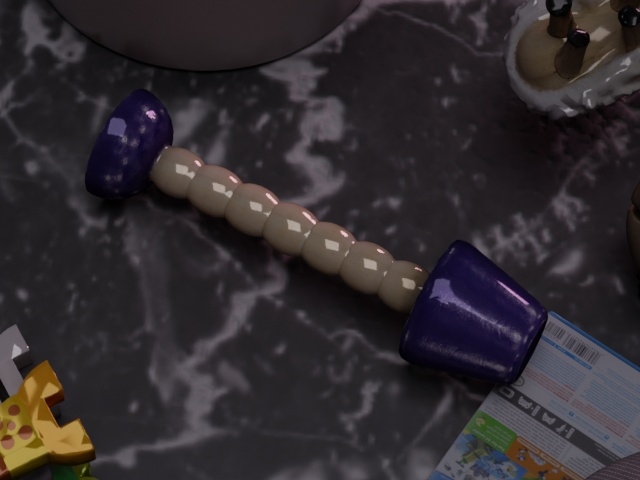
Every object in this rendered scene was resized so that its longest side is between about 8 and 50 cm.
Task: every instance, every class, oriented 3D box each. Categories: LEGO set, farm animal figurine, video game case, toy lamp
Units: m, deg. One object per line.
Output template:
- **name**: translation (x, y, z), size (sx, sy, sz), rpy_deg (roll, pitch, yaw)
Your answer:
- **LEGO set**: translation (-0.158, 0.147, 1.040), size (0.093, 0.087, 0.227), rpy_deg (-26, 67, -14)
- **farm animal figurine**: translation (0.312, -0.056, 1.125), size (0.326, 0.172, 0.330), rpy_deg (-27, 76, -1)
- **video game case**: translation (0.134, 0.135, 1.098), size (0.119, 0.015, 0.166), rpy_deg (34, 67, 12)
- **toy lamp**: translation (0.000, 0.000, 1.121), size (0.274, 0.080, 0.080), rpy_deg (29, 67, 11)

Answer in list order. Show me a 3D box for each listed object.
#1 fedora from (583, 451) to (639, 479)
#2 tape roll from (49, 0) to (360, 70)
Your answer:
- **fedora**: translation (0.210, 0.187, 0.993), size (0.275, 0.244, 0.124), rpy_deg (-6, 33, -17)
- **tape roll**: translation (-0.071, -0.248, 1.187), size (0.246, 0.169, 0.246), rpy_deg (1, 64, -2)
